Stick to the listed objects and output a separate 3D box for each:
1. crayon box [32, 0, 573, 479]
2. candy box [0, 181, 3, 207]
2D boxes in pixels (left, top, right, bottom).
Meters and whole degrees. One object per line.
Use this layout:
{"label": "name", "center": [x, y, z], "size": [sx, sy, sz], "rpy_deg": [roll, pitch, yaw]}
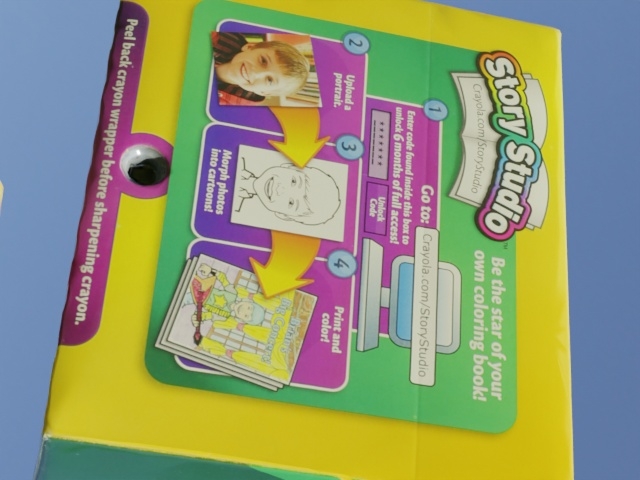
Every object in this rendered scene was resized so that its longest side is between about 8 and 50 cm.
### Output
{"label": "crayon box", "center": [0.000, 0.000, 0.905], "size": [0.313, 0.106, 0.363], "rpy_deg": [10, -120, -10]}
{"label": "candy box", "center": [-0.280, 0.008, 0.773], "size": [0.187, 0.053, 0.109], "rpy_deg": [0, -114, 8]}
